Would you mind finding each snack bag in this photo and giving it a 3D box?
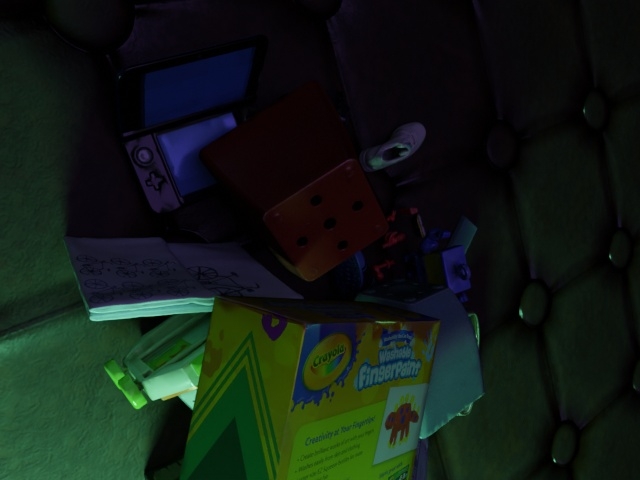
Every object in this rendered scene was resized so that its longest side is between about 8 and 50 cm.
[{"bbox_3d":[-0.233,0.049,0.884,0.343,0.323,0.037,1,106,-31],"label":"snack bag"}]

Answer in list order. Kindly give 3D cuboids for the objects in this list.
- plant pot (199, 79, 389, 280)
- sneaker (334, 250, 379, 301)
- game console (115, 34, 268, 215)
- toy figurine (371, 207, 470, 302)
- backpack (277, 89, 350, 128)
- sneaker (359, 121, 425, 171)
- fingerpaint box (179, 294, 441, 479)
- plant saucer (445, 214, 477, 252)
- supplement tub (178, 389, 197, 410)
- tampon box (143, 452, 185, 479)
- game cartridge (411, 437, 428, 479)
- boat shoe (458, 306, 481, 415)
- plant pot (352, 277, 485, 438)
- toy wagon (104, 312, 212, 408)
[{"bbox_3d":[-0.025,-0.089,0.968,0.267,0.235,0.267,-33,128,-1],"label":"plant pot"},{"bbox_3d":[0.096,0.104,1.212,0.090,0.081,0.232,-35,127,-40],"label":"sneaker"},{"bbox_3d":[-0.209,-0.210,0.978,0.293,0.173,0.250,-26,104,-28],"label":"game console"},{"bbox_3d":[0.265,0.101,1.247,0.191,0.217,0.362,-15,98,-30],"label":"toy figurine"},{"bbox_3d":[-0.015,-0.225,1.129,0.152,0.115,0.181,-10,98,-18],"label":"backpack"},{"bbox_3d":[0.198,-0.227,1.270,0.212,0.094,0.080,-35,107,-26],"label":"sneaker"},{"bbox_3d":[0.005,0.283,0.810,0.445,0.163,0.370,11,90,-56],"label":"fingerpaint box"},{"bbox_3d":[0.372,0.026,1.427,0.067,0.018,0.192,38,73,-26],"label":"plant saucer"},{"bbox_3d":[-0.108,0.322,1.031,0.207,0.207,0.338,-46,112,-22],"label":"supplement tub"},{"bbox_3d":[-0.240,0.486,1.015,0.161,0.101,0.120,-17,99,-30],"label":"tampon box"},{"bbox_3d":[0.191,0.535,1.227,0.196,0.060,0.294,52,39,-30],"label":"game cartridge"},{"bbox_3d":[0.374,0.326,1.390,0.109,0.091,0.304,-5,94,-31],"label":"boat shoe"},{"bbox_3d":[0.185,0.221,1.122,0.247,0.248,0.252,-14,105,-43],"label":"plant pot"},{"bbox_3d":[-0.211,0.177,0.884,0.267,0.344,0.068,-36,109,-26],"label":"toy wagon"}]
